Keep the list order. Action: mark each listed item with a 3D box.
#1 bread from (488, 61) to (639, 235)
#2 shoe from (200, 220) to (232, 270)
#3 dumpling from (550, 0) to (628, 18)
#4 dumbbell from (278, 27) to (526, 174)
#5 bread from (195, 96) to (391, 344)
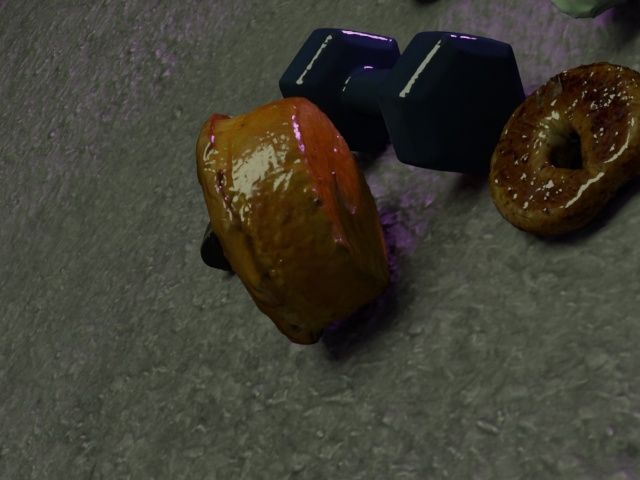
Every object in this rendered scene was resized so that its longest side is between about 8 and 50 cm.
[{"bbox_3d":[0.239,-0.085,1.416,0.193,0.064,0.193,-33,38,30],"label":"bread"},{"bbox_3d":[-0.079,-0.050,1.866,0.194,0.074,0.077,-47,22,14],"label":"shoe"},{"bbox_3d":[0.287,-0.307,1.537,0.152,0.108,0.219,28,59,28],"label":"dumpling"},{"bbox_3d":[0.084,-0.159,1.658,0.160,0.144,0.325,-54,26,-9],"label":"dumbbell"},{"bbox_3d":[-0.030,-0.029,1.567,0.145,0.268,0.268,-26,33,15],"label":"bread"}]
